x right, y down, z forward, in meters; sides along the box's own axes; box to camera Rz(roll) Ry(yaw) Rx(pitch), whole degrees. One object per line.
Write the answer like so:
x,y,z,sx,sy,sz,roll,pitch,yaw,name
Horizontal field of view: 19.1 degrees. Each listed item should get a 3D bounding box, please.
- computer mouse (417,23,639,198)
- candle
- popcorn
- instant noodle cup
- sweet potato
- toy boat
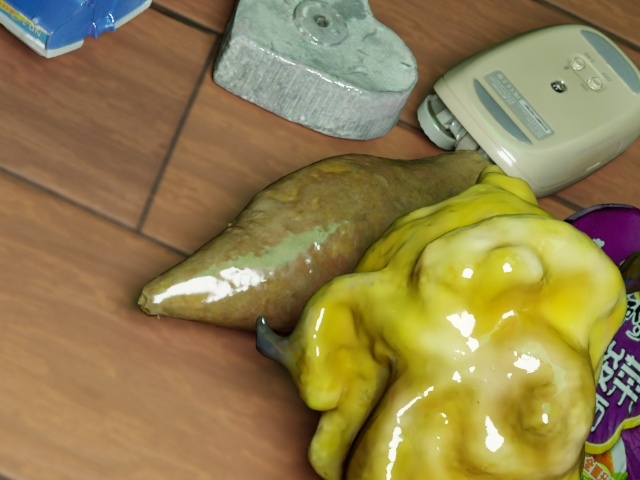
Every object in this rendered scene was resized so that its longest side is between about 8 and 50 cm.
0.193,-0.113,1.685,0.236,0.082,0.145,-29,72,-39,computer mouse
-0.016,-0.167,1.625,0.168,0.068,0.192,-16,60,-36,candle
0.089,0.102,1.308,0.281,0.297,0.316,14,45,-3,popcorn
0.266,0.115,1.447,0.190,0.251,0.251,17,47,-28,instant noodle cup
0.002,0.000,1.462,0.337,0.131,0.131,-8,59,-36,sweet potato
-0.276,-0.258,1.549,0.295,0.088,0.129,37,45,18,toy boat
